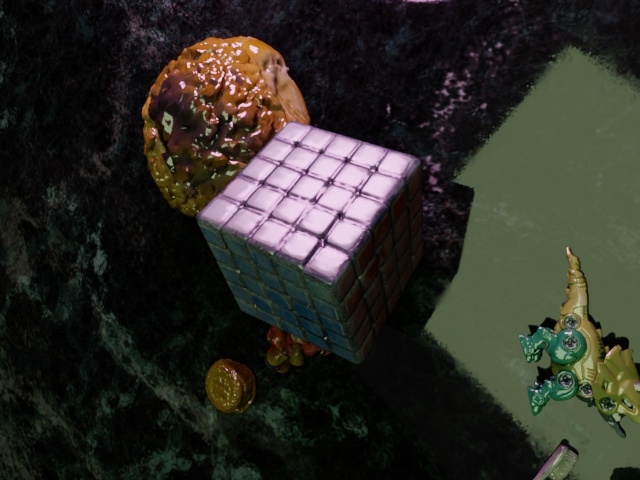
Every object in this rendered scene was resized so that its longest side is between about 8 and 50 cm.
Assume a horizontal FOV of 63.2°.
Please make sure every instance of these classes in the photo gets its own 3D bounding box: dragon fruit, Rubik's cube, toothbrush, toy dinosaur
[{"bbox_3d":[-0.030,0.149,0.899,0.208,0.150,0.133,-60,36,20],"label":"dragon fruit"},{"bbox_3d":[0.000,0.000,0.775,0.236,0.237,0.238,22,59,25],"label":"Rubik's cube"},{"bbox_3d":[0.284,0.428,0.780,0.029,0.025,0.307,34,104,16],"label":"toothbrush"},{"bbox_3d":[0.350,0.142,0.722,0.153,0.094,0.259,-22,71,25],"label":"toy dinosaur"}]

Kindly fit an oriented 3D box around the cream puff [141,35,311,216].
[{"bbox_3d":[-0.177,-0.203,0.923,0.327,0.231,0.343,15,96,30],"label":"cream puff"}]

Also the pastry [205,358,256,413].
[{"bbox_3d":[-0.175,0.282,1.004,0.097,0.057,0.109,-17,80,28],"label":"pastry"}]
